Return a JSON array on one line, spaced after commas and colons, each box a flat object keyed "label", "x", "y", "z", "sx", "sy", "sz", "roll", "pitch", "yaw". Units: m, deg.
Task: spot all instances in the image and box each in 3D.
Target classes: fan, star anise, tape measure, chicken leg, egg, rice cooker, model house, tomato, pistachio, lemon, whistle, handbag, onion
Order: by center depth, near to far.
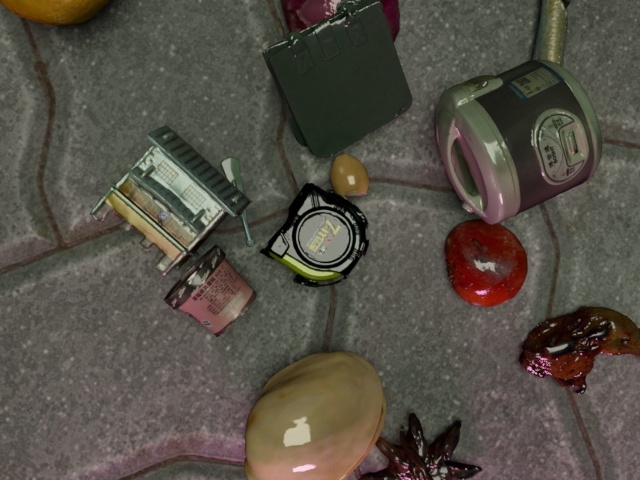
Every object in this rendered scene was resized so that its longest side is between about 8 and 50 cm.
[{"label": "lemon", "x": -0.507, "y": -0.542, "z": 1.309, "sx": 0.293, "sy": 0.293, "sz": 0.293, "roll": 0, "pitch": 89, "yaw": -5}, {"label": "model house", "x": -0.286, "y": -0.070, "z": 1.355, "sx": 0.224, "sy": 0.198, "sz": 0.215, "roll": 42, "pitch": 92, "yaw": -3}, {"label": "pistachio", "x": -0.016, "y": 0.359, "z": 1.367, "sx": 0.321, "sy": 0.229, "sz": 0.238, "roll": -41, "pitch": 66, "yaw": -15}, {"label": "rice cooker", "x": 0.375, "y": -0.195, "z": 1.376, "sx": 0.277, "sy": 0.288, "sz": 0.288, "roll": -23, "pitch": 91, "yaw": -5}, {"label": "handbag", "x": 0.036, "y": -0.323, "z": 1.388, "sx": 0.247, "sy": 0.079, "sz": 0.260, "roll": -29, "pitch": 126, "yaw": -6}, {"label": "onion", "x": 0.050, "y": -0.492, "z": 1.420, "sx": 0.250, "sy": 0.111, "sz": 0.247, "roll": -4, "pitch": 80, "yaw": -10}, {"label": "tape measure", "x": 0.000, "y": 0.000, "z": 1.425, "sx": 0.186, "sy": 0.112, "sz": 0.199, "roll": 33, "pitch": 92, "yaw": 4}, {"label": "star anise", "x": 0.217, "y": 0.488, "z": 1.437, "sx": 0.272, "sy": 0.102, "sz": 0.272, "roll": 0, "pitch": 91, "yaw": -7}, {"label": "egg", "x": 0.059, "y": -0.133, "z": 1.446, "sx": 0.080, "sy": 0.080, "sz": 0.096, "roll": -9, "pitch": 81, "yaw": -5}, {"label": "fan", "x": -0.168, "y": -0.081, "z": 1.457, "sx": 0.038, "sy": 0.016, "sz": 0.193, "roll": -15, "pitch": 90, "yaw": -7}, {"label": "tomato", "x": 0.355, "y": 0.045, "z": 1.458, "sx": 0.173, "sy": 0.099, "sz": 0.189, "roll": -10, "pitch": 88, "yaw": -3}, {"label": "chicken leg", "x": 0.586, "y": 0.232, "z": 1.491, "sx": 0.322, "sy": 0.083, "sz": 0.177, "roll": -19, "pitch": 99, "yaw": -3}, {"label": "whistle", "x": 0.498, "y": -0.452, "z": 1.501, "sx": 0.068, "sy": 0.057, "sz": 0.326, "roll": 9, "pitch": 88, "yaw": 8}]

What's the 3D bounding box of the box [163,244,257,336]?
[{"label": "box", "x": -0.212, "y": 0.106, "z": 1.389, "sx": 0.135, "sy": 0.151, "sz": 0.151, "roll": 43, "pitch": 86, "yaw": -12}]
